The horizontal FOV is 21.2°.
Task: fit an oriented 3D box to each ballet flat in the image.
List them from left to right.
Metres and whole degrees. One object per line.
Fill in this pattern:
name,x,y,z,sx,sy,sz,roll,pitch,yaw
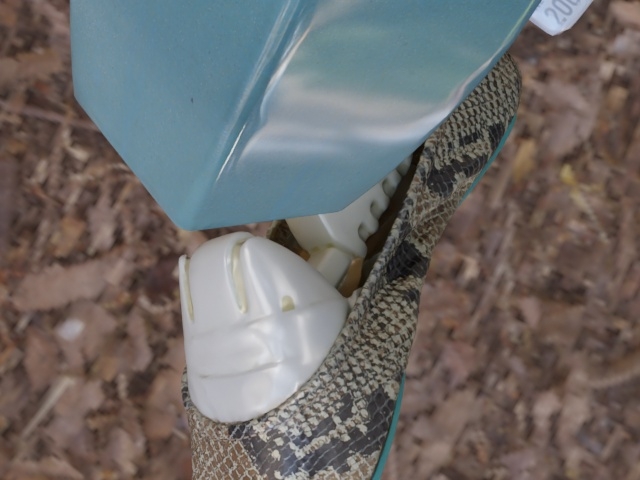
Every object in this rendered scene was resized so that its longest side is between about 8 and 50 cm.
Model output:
ballet flat,0.000,0.000,1.179,0.182,0.164,0.482,51,51,-36

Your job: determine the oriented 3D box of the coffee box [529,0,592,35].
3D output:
coffee box,0.116,-0.354,1.023,0.337,0.334,0.338,-53,178,12

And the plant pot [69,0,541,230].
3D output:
plant pot,-0.010,-0.127,0.762,0.166,0.165,0.234,-8,136,-43
